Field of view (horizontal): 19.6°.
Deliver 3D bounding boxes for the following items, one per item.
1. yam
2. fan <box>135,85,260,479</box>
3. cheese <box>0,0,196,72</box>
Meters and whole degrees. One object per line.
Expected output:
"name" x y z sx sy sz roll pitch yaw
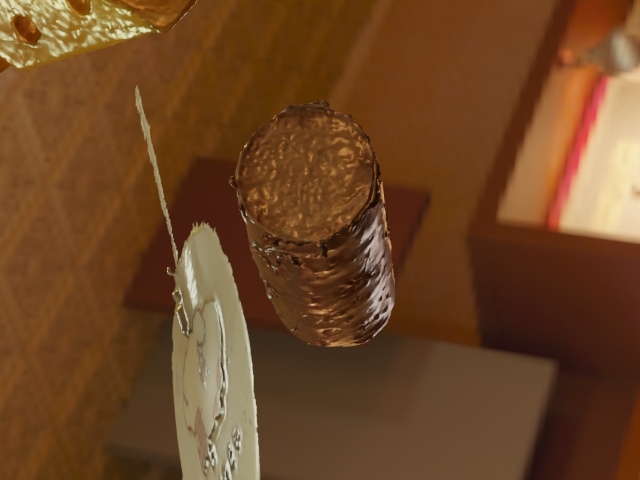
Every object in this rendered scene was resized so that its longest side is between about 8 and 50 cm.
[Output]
"yam" -0.001 -0.001 1.578 0.280 0.131 0.131 78 -154 -66
"fan" -0.076 0.033 1.004 0.191 0.009 0.329 106 154 -49
"cheese" -0.103 -0.127 0.832 0.093 0.171 0.126 -44 -46 -35
